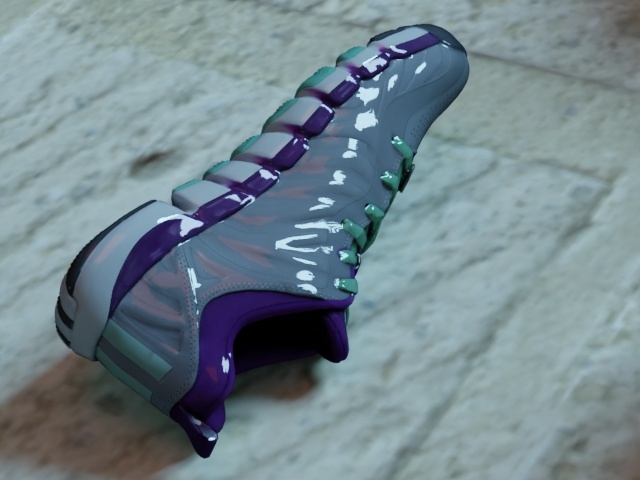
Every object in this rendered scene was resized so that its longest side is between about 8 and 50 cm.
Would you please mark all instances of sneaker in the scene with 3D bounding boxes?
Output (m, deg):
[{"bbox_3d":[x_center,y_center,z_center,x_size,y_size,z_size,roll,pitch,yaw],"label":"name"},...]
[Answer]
[{"bbox_3d":[0.000,0.000,0.800,0.223,0.083,0.098,-39,71,-25],"label":"sneaker"}]
